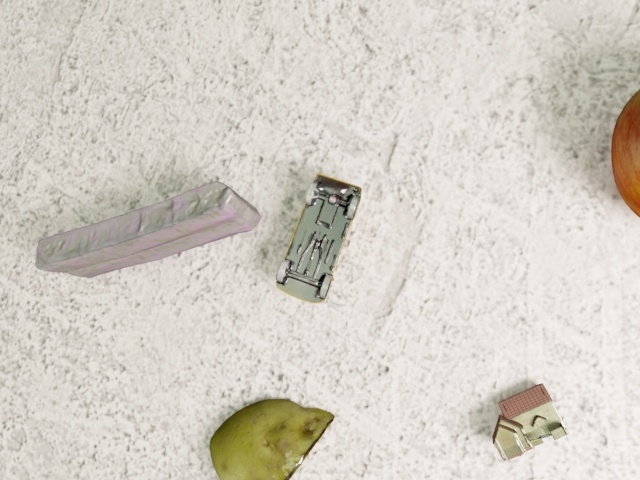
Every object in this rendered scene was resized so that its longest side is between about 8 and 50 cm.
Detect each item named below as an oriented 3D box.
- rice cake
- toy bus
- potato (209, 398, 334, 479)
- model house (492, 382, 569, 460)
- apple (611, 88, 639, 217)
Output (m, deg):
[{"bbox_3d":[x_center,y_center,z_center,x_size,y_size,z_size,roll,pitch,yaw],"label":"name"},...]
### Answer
[{"bbox_3d":[-0.236,-0.010,0.810,0.298,0.106,0.050,-17,70,12],"label":"rice cake"},{"bbox_3d":[0.000,0.000,0.766,0.070,0.074,0.162,20,87,8],"label":"toy bus"},{"bbox_3d":[-0.075,0.256,0.755,0.120,0.081,0.149,38,94,13],"label":"potato"},{"bbox_3d":[0.240,0.214,0.693,0.083,0.057,0.058,-27,83,12],"label":"model house"},{"bbox_3d":[0.408,-0.089,0.607,0.210,0.209,0.164,4,73,14],"label":"apple"}]
